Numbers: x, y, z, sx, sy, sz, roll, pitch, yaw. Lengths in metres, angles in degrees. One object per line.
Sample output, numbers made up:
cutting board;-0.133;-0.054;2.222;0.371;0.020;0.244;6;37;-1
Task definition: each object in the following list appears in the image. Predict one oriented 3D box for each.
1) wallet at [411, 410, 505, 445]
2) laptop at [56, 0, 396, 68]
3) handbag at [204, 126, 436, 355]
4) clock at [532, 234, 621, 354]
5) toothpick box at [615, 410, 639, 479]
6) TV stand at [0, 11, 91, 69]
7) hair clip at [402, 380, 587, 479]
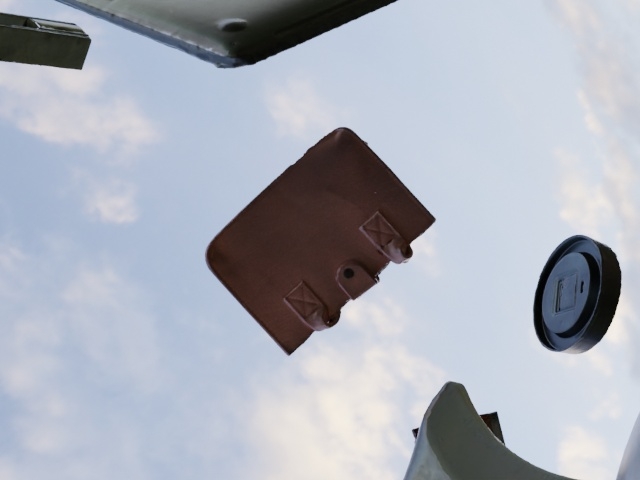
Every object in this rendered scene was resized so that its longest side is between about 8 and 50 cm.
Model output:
wallet;0.170;0.293;1.094;0.103;0.020;0.197;-8;-108;-10
laptop;-0.022;-0.168;0.573;0.187;0.015;0.269;25;-139;33
handbag;0.000;0.000;1.050;0.157;0.212;0.059;48;-177;4
clock;0.387;0.083;1.506;0.040;0.184;0.185;15;-129;-17
toothpick box;0.328;0.126;0.359;0.425;0.409;0.409;-2;-115;-53
TV stand;-0.309;-0.189;0.906;0.042;0.036;0.249;36;-159;26
hair clip;0.080;0.246;0.621;0.282;0.172;0.113;-46;-43;-28
